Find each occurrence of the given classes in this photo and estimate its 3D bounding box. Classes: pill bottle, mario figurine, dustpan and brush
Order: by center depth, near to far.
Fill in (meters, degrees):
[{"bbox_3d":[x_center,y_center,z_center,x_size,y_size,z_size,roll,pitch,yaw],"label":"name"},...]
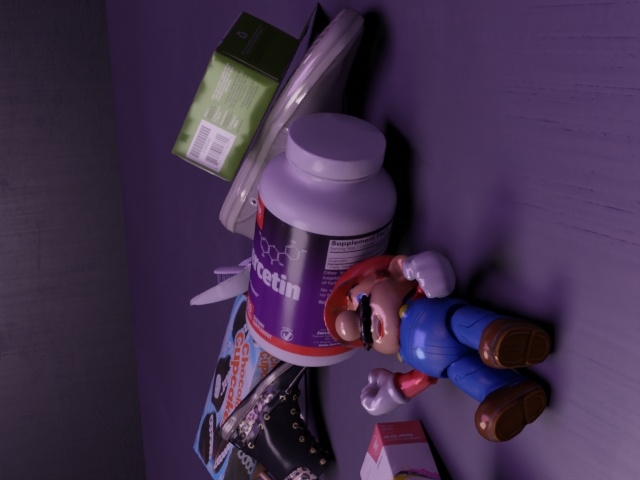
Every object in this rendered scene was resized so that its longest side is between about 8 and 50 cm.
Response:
[{"bbox_3d":[0.098,0.113,1.069,0.320,0.170,0.198,24,85,56],"label":"mario figurine"},{"bbox_3d":[0.000,0.000,1.268,0.181,0.181,0.323,-123,33,-47],"label":"pill bottle"},{"bbox_3d":[-0.140,0.059,1.757,0.211,0.147,0.060,-6,112,41],"label":"dustpan and brush"}]

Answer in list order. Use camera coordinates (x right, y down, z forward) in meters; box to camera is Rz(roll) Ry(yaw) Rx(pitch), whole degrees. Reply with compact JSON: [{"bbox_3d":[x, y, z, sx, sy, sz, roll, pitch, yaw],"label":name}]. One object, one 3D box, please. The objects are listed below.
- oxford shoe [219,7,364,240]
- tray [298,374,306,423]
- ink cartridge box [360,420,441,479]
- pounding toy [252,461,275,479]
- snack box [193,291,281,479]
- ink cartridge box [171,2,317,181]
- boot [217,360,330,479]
[{"bbox_3d":[-0.020,-0.145,1.364,0.130,0.169,0.449,33,136,2],"label":"oxford shoe"},{"bbox_3d":[-0.090,0.243,1.772,0.270,0.030,0.145,-149,55,-63],"label":"tray"},{"bbox_3d":[0.113,0.345,1.216,0.198,0.067,0.115,-108,23,-47],"label":"ink cartridge box"},{"bbox_3d":[-0.114,0.541,1.728,0.269,0.154,0.155,67,155,15],"label":"pounding toy"},{"bbox_3d":[-0.143,0.269,1.725,0.187,0.060,0.322,28,103,64],"label":"snack box"},{"bbox_3d":[-0.104,-0.235,1.357,0.189,0.097,0.255,-59,9,39],"label":"ink cartridge box"},{"bbox_3d":[-0.037,0.297,1.578,0.178,0.236,0.085,44,-166,4],"label":"boot"}]
